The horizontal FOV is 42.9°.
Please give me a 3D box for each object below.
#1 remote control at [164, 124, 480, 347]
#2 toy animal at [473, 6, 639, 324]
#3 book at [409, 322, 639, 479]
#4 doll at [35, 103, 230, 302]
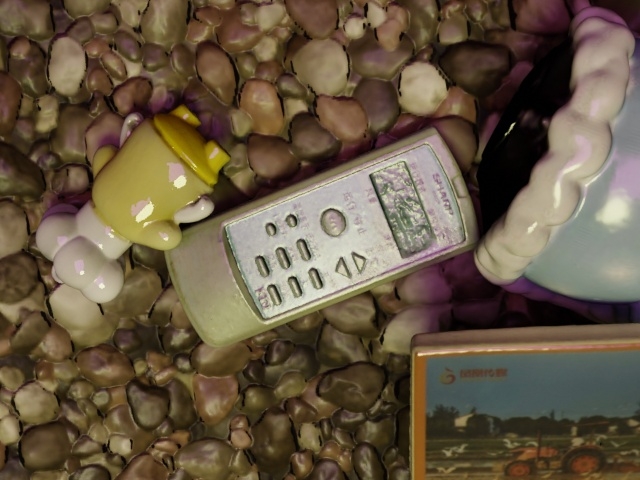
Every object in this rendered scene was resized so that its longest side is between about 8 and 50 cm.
[{"bbox_3d":[0.000,0.000,0.616,0.233,0.038,0.098,-22,98,5],"label":"remote control"},{"bbox_3d":[0.211,-0.039,0.536,0.204,0.156,0.208,23,95,-5],"label":"toy animal"},{"bbox_3d":[0.195,0.217,0.585,0.262,0.028,0.374,-2,119,3],"label":"book"},{"bbox_3d":[-0.141,-0.026,0.602,0.162,0.062,0.106,-43,67,6],"label":"doll"}]
